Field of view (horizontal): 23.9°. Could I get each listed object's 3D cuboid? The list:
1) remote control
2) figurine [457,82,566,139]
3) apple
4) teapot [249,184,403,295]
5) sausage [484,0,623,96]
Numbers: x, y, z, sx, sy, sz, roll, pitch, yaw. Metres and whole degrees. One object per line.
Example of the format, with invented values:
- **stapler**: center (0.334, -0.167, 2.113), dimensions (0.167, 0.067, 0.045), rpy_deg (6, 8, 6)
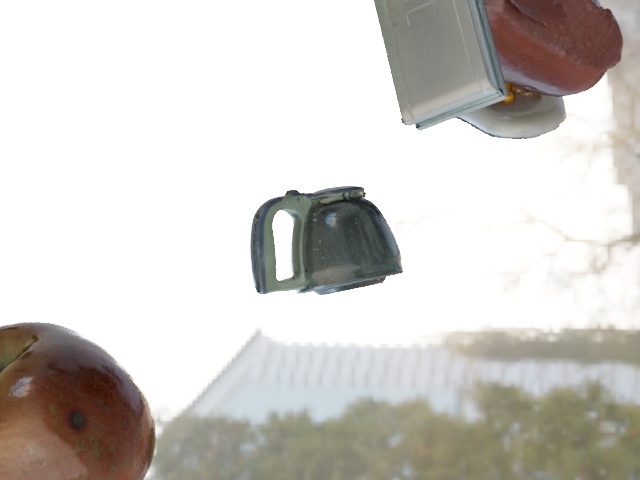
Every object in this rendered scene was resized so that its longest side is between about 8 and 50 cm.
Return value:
- **remote control**: center (0.108, -0.258, 1.545), dimensions (0.055, 0.103, 0.277), rpy_deg (19, -125, -59)
- **figurine**: center (0.217, -0.243, 1.883), dimensions (0.250, 0.166, 0.141), rpy_deg (47, 151, 49)
- **apple**: center (-0.305, 0.196, 1.588), dimensions (0.253, 0.253, 0.253), rpy_deg (0, -90, -72)
- **teapot**: center (0.002, 0.000, 1.500), dimensions (0.111, 0.149, 0.108), rpy_deg (109, 150, -86)
- **sausage**: center (0.215, -0.258, 1.700), dimensions (0.280, 0.152, 0.152), rpy_deg (23, -118, -32)
